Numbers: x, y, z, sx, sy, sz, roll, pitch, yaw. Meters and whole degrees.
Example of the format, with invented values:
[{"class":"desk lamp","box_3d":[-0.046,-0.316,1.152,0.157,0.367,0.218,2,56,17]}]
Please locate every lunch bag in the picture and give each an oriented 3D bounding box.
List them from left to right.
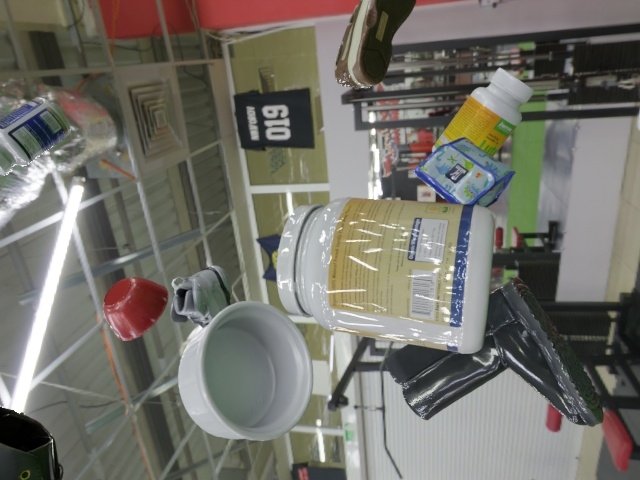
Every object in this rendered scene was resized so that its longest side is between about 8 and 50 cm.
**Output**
[{"class":"lunch bag","box_3d":[0.266,-0.117,0.850,0.151,0.129,0.096,-27,-31,-34]}]

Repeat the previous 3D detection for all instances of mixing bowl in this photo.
[{"class":"mixing bowl","box_3d":[-0.517,0.168,1.226,0.098,0.181,0.182,53,-146,-39]}]

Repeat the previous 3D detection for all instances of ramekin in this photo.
[{"class":"ramekin","box_3d":[-0.160,0.280,0.959,0.277,0.135,0.278,24,-128,-34]}]

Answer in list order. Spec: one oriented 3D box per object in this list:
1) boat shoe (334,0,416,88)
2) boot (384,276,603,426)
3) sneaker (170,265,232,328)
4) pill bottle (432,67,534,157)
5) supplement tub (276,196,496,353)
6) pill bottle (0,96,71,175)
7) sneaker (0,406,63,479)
[{"class":"boat shoe","box_3d":[0.087,-0.382,0.782,0.095,0.095,0.258,31,-104,-34]},{"class":"boot","box_3d":[0.410,0.360,1.162,0.146,0.445,0.367,14,-135,-45]},{"class":"sneaker","box_3d":[-0.356,0.266,1.459,0.210,0.137,0.366,-8,-105,-62]},{"class":"pill bottle","box_3d":[0.401,-0.286,1.115,0.246,0.136,0.136,-57,4,27]},{"class":"supplement tub","box_3d":[0.110,0.047,0.738,0.228,0.315,0.229,6,-90,-69]},{"class":"pill bottle","box_3d":[-0.991,-0.345,1.507,0.265,0.153,0.153,-52,-33,-31]},{"class":"sneaker","box_3d":[-0.188,0.212,0.308,0.118,0.222,0.083,-57,12,-11]}]
